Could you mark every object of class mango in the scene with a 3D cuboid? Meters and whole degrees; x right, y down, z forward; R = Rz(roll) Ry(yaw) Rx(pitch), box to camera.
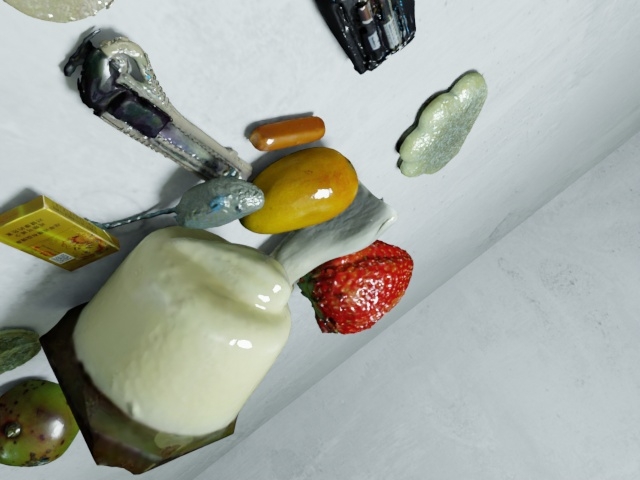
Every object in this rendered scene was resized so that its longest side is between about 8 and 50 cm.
[{"bbox_3d":[-0.038,-0.084,0.838,0.221,0.120,0.152,-20,154,-19],"label":"mango"}]

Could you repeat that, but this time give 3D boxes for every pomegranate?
[{"bbox_3d":[-0.532,0.338,0.916,0.159,0.159,0.205,-37,-178,0],"label":"pomegranate"}]

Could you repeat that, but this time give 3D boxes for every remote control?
[{"bbox_3d":[0.035,-0.329,0.551,0.144,0.062,0.398,-40,157,8],"label":"remote control"}]

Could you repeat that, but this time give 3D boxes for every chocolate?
[{"bbox_3d":[-0.213,0.122,0.768,0.326,0.314,0.297,-1,131,-51],"label":"chocolate"}]

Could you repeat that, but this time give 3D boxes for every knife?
[{"bbox_3d":[-0.179,-0.135,0.641,0.089,0.043,0.365,-34,158,6],"label":"knife"}]

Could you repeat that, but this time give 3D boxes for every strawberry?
[{"bbox_3d":[0.097,0.088,1.175,0.288,0.250,0.239,-12,152,-15],"label":"strawberry"}]

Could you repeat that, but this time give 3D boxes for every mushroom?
[{"bbox_3d":[0.000,0.000,1.015,0.328,0.159,0.122,-39,117,12],"label":"mushroom"}]

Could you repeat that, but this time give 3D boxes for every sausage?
[{"bbox_3d":[-0.052,-0.168,0.759,0.131,0.041,0.039,-20,173,-34],"label":"sausage"}]

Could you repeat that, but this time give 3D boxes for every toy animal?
[{"bbox_3d":[-0.207,-0.047,0.716,0.252,0.070,0.079,-10,142,2],"label":"toy animal"}]

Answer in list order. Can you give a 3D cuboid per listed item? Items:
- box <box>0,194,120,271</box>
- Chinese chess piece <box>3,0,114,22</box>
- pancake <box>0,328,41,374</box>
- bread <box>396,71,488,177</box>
[{"bbox_3d":[-0.350,-0.004,0.646,0.089,0.022,0.156,-23,157,6],"label":"box"},{"bbox_3d":[-0.216,-0.239,0.384,0.122,0.051,0.122,-32,158,-14],"label":"Chinese chess piece"},{"bbox_3d":[-0.518,0.186,0.788,0.116,0.023,0.129,-10,145,-52],"label":"pancake"},{"bbox_3d":[0.257,-0.230,1.069,0.207,0.056,0.287,-30,155,-21],"label":"bread"}]
